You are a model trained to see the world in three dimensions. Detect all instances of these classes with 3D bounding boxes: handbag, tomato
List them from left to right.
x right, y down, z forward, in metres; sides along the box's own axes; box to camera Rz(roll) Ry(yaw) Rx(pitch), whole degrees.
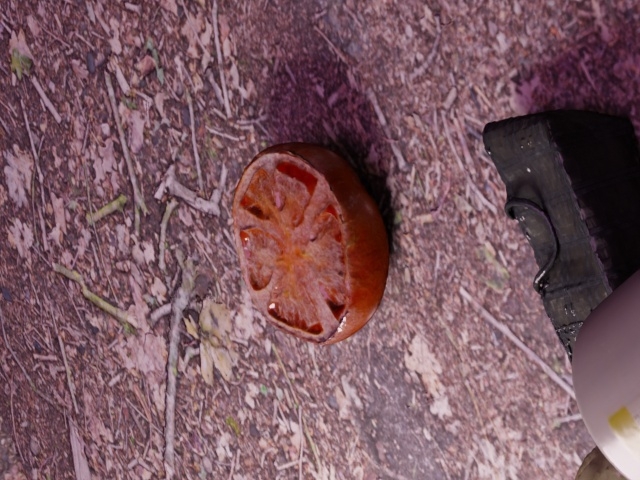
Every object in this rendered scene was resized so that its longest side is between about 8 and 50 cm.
[{"bbox_3d":[0.000,0.000,1.874,0.237,0.095,0.236,23,120,48],"label":"tomato"},{"bbox_3d":[0.242,-0.004,1.541,0.175,0.089,0.270,-26,84,64],"label":"handbag"}]

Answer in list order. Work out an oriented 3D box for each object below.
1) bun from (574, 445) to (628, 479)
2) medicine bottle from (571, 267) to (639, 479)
[{"bbox_3d":[0.314,0.288,1.514,0.239,0.141,0.239,24,122,46],"label":"bun"},{"bbox_3d":[0.363,0.056,1.270,0.208,0.208,0.339,60,145,16],"label":"medicine bottle"}]
